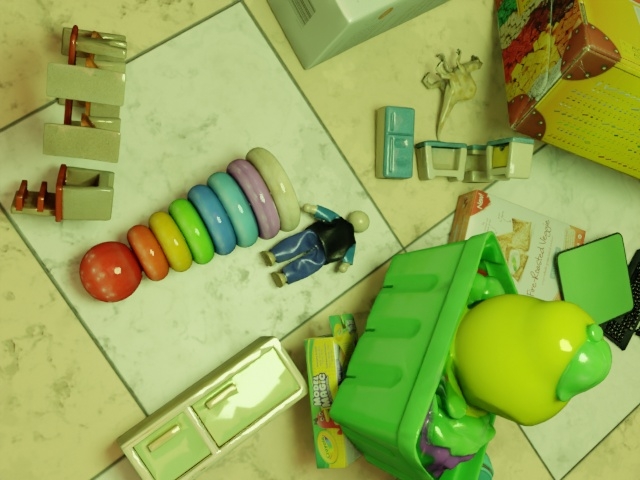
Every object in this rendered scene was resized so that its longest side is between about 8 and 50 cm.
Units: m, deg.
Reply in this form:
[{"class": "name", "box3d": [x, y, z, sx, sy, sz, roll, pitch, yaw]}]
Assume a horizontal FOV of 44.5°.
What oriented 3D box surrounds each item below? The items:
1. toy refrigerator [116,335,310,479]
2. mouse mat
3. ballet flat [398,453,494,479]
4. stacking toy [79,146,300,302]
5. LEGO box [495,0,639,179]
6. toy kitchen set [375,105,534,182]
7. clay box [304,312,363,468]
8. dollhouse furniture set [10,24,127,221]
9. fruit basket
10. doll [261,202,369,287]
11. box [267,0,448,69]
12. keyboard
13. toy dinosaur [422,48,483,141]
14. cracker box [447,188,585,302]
[{"class": "toy refrigerator", "box3d": [-0.156, 0.258, 1.156, 0.270, 0.094, 0.102, -34, 95, -19]}, {"class": "mouse mat", "box3d": [0.491, 0.076, 1.391, 0.190, 0.007, 0.152, -14, 96, -32]}, {"class": "ballet flat", "box3d": [0.166, 0.402, 1.242, 0.247, 0.087, 0.083, -39, 110, 15]}, {"class": "stacking toy", "box3d": [-0.201, -0.014, 1.162, 0.330, 0.141, 0.141, -27, 92, -15]}, {"class": "LEGO box", "box3d": [0.574, -0.294, 1.348, 0.500, 0.193, 0.372, 18, 50, -16]}, {"class": "toy kitchen set", "box3d": [0.218, -0.162, 1.290, 0.207, 0.166, 0.122, 1, 91, -19]}, {"class": "clay box", "box3d": [0.025, 0.226, 1.205, 0.053, 0.127, 0.221, -8, 84, 19]}, {"class": "dollhouse furniture set", "box3d": [-0.346, -0.160, 1.073, 0.135, 0.262, 0.259, 5, 113, -16]}, {"class": "fruit basket", "box3d": [0.237, 0.180, 1.105, 0.392, 0.392, 0.283, -50, 136, -18]}, {"class": "doll", "box3d": [0.000, 0.000, 1.266, 0.189, 0.046, 0.129, -27, 93, -19]}, {"class": "box", "box3d": [0.108, -0.449, 1.269, 0.345, 0.215, 0.168, -30, 93, -20]}, {"class": "keyboard", "box3d": [0.599, 0.114, 1.461, 0.100, 0.038, 0.192, 36, 74, -12]}, {"class": "toy dinosaur", "box3d": [0.232, -0.273, 1.376, 0.093, 0.053, 0.183, 34, 74, -13]}, {"class": "cracker box", "box3d": [0.339, 0.023, 1.368, 0.232, 0.067, 0.155, 18, 78, -15]}]
